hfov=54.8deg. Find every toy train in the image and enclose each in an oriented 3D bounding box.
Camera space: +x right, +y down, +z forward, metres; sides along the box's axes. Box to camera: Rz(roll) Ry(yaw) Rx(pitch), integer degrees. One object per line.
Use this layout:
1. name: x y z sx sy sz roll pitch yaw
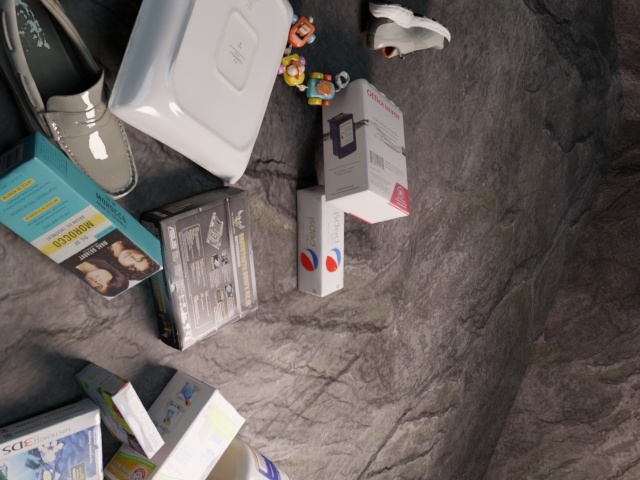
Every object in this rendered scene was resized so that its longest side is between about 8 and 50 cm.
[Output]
1. toy train: -0.011 -0.325 1.127 0.166 0.046 0.125 45 75 -26

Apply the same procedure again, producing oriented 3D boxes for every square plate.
1. square plate: -0.145 -0.287 0.930 0.347 0.049 0.344 30 76 -68

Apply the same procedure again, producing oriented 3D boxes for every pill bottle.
1. pill bottle: -0.137 0.488 1.175 0.153 0.153 0.265 -57 138 -22

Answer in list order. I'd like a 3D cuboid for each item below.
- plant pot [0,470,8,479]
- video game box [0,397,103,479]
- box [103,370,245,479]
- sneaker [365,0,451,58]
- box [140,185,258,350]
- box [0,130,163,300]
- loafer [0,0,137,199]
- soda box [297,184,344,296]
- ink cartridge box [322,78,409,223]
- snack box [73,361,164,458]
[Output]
1. plant pot: -0.470 0.351 0.643 0.255 0.271 0.272 -44 135 -58
2. video game box: -0.403 0.349 0.873 0.187 0.048 0.205 -12 111 -42
3. box: -0.242 0.344 1.037 0.203 0.103 0.114 -54 137 -26
4. sneaker: 0.186 -0.447 1.346 0.271 0.100 0.108 -5 119 -47
5. box: -0.196 0.042 1.038 0.183 0.056 0.231 -27 122 -45
6. box: -0.324 -0.023 0.815 0.100 0.060 0.244 -30 136 7
7. loafer: -0.317 -0.178 0.770 0.112 0.111 0.319 -51 136 -29
8. soda box: 0.000 0.000 1.262 0.074 0.069 0.216 -20 116 -47
9. ink cartridge box: 0.091 -0.174 1.233 0.172 0.100 0.237 22 61 -52
10. snack box: -0.304 0.257 0.934 0.037 0.100 0.141 -43 131 -36
